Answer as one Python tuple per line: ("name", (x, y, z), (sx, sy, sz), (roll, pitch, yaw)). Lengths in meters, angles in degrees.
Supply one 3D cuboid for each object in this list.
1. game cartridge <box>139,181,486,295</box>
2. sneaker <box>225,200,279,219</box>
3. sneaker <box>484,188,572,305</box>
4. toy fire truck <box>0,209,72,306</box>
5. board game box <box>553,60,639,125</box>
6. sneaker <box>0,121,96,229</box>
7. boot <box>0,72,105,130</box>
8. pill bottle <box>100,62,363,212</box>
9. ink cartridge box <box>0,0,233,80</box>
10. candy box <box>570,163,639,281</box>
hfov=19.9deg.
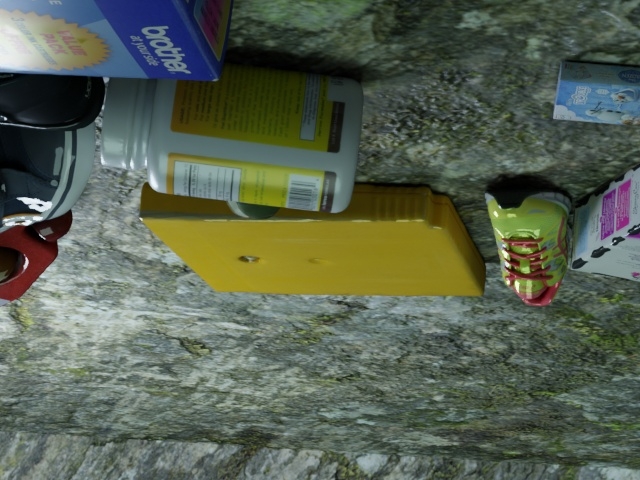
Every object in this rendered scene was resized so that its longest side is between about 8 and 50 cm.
("game cartridge", (0.000, 0.000, 1.979), (0.323, 0.053, 0.285), (0, 163, 14))
("sneaker", (-0.047, -0.064, 1.731), (0.086, 0.064, 0.192), (6, 161, 17))
("sneaker", (0.213, 0.009, 1.835), (0.081, 0.094, 0.208), (2, 162, 20))
("toy fire truck", (-0.409, 0.003, 1.970), (0.254, 0.169, 0.302), (-24, 150, 20))
("board game box", (0.240, -0.120, 1.512), (0.090, 0.020, 0.090), (6, 164, 6))
("sneaker", (-0.309, -0.068, 1.667), (0.127, 0.126, 0.321), (-3, 167, -29))
("boot", (-0.307, -0.145, 1.456), (0.246, 0.094, 0.207), (4, 171, 9))
("pill bottle", (-0.075, -0.092, 1.554), (0.215, 0.117, 0.117), (7, 164, -2))
("ink cartridge box", (-0.207, -0.216, 1.134), (0.395, 0.151, 0.270), (2, 163, 10))
("candy box", (0.354, -0.018, 1.728), (0.159, 0.071, 0.233), (10, 163, -14))
